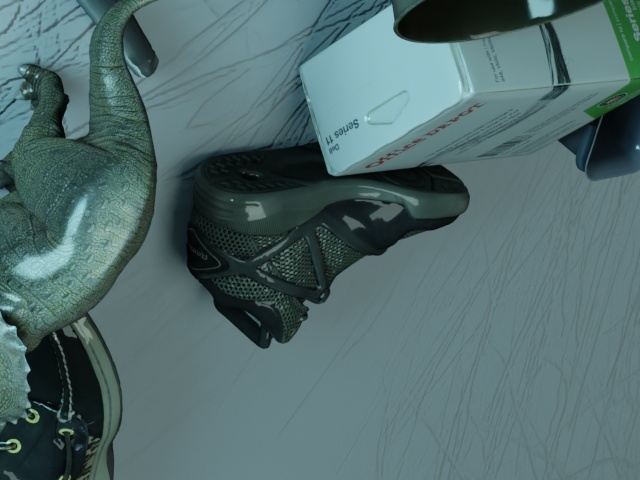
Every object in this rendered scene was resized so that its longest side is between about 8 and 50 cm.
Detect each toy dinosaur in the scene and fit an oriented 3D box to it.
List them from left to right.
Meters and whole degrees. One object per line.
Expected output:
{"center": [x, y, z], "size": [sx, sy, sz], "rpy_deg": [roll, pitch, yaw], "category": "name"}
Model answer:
{"center": [-0.162, -0.005, 1.093], "size": [0.313, 0.160, 0.121], "rpy_deg": [-45, 143, -7], "category": "toy dinosaur"}

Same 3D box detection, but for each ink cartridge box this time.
{"center": [0.113, -0.116, 1.288], "size": [0.208, 0.087, 0.153], "rpy_deg": [-9, 166, -42], "category": "ink cartridge box"}

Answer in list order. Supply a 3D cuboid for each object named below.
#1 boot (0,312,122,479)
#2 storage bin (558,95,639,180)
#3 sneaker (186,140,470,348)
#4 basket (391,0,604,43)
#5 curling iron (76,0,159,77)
{"center": [-0.222, 0.137, 1.199], "size": [0.178, 0.085, 0.236], "rpy_deg": [-28, 146, -27], "category": "boot"}
{"center": [0.211, -0.127, 1.432], "size": [0.098, 0.091, 0.135], "rpy_deg": [-12, 127, -40], "category": "storage bin"}
{"center": [0.000, 0.000, 1.328], "size": [0.227, 0.087, 0.130], "rpy_deg": [-10, 128, -37], "category": "sneaker"}
{"center": [0.093, -0.249, 1.086], "size": [0.154, 0.227, 0.204], "rpy_deg": [-12, 174, -3], "category": "basket"}
{"center": [-0.141, -0.185, 1.068], "size": [0.068, 0.035, 0.274], "rpy_deg": [-40, 141, -15], "category": "curling iron"}
